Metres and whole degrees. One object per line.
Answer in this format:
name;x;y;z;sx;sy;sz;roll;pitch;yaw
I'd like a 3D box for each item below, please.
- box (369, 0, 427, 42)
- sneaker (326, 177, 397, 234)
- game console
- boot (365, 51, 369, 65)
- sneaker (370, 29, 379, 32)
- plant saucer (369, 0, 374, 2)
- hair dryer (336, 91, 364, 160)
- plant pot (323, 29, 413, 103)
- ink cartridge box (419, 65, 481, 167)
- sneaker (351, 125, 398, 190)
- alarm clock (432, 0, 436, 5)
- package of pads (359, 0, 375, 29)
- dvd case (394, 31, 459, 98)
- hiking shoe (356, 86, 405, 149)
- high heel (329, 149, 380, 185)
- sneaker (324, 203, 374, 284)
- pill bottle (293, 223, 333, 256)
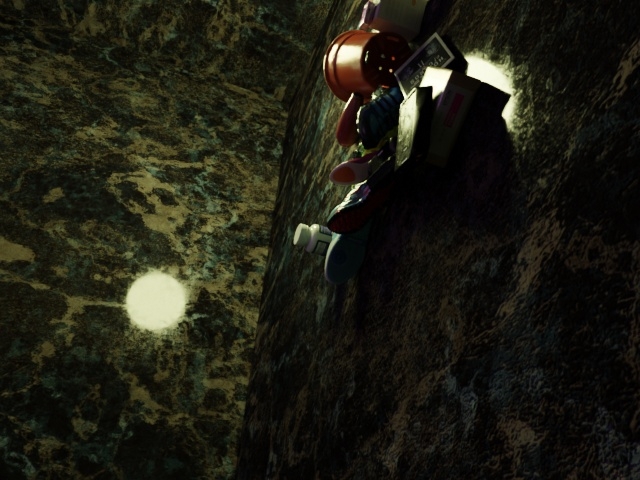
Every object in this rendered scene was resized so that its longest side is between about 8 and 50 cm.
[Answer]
box;0.272;-0.806;1.812;0.091;0.171;0.130;178;107;-73
sneaker;0.130;-0.119;1.651;0.262;0.104;0.125;-35;27;13
game console;0.208;-0.255;1.407;0.361;0.044;0.213;137;143;-67
boot;0.212;-0.844;2.315;0.099;0.045;0.121;148;129;-72
sneaker;0.251;-0.924;2.215;0.075;0.063;0.170;-44;37;51
plant saucer;0.280;-1.131;2.371;0.278;0.041;0.277;-164;90;-76
hair dryer;0.136;-0.406;1.717;0.223;0.080;0.293;-56;-20;-3
plant pot;0.183;-0.627;1.823;0.265;0.272;0.272;36;110;66
ink cartridge box;0.308;-0.335;1.361;0.193;0.088;0.234;-111;39;-68
sneaker;0.179;-0.283;1.734;0.123;0.109;0.295;-92;24;-48
alarm clock;0.392;-0.875;1.674;0.129;0.064;0.192;128;157;-55
package of pads;0.165;-0.789;1.788;0.050;0.032;0.083;-171;95;-73
dvd case;0.312;-0.516;1.530;0.179;0.030;0.238;-41;29;25
hiking shoe;0.204;-0.394;1.567;0.132;0.113;0.304;-4;43;32
high heel;0.148;-0.247;1.647;0.244;0.082;0.117;-21;14;28
sneaker;0.079;0.002;1.783;0.319;0.127;0.208;-67;16;-10
pill bottle;0.000;0.000;1.936;0.112;0.187;0.112;-164;90;-75
